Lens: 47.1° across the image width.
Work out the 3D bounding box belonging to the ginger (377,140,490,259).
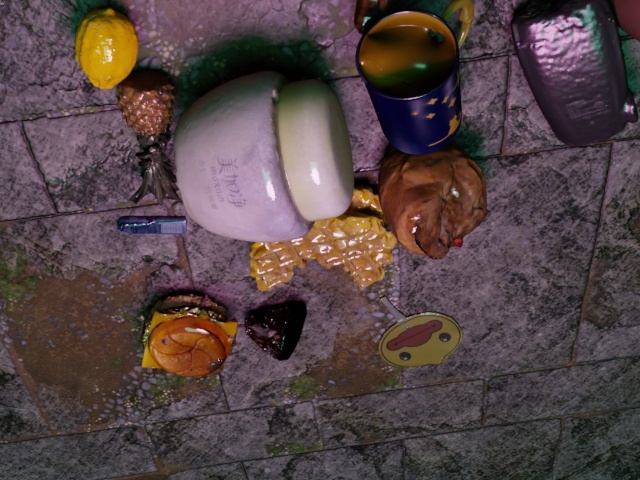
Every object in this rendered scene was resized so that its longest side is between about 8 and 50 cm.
[{"bbox_3d":[0.211,-0.101,1.529,0.269,0.223,0.200,-33,126,-30],"label":"ginger"}]

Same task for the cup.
[{"bbox_3d":[0.211,-0.301,1.362,0.255,0.178,0.256,-28,158,4],"label":"cup"}]

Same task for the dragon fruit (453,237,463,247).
[{"bbox_3d":[0.272,-0.024,1.712,0.097,0.063,0.131,-37,124,21],"label":"dragon fruit"}]

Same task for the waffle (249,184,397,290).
[{"bbox_3d":[0.000,0.000,1.643,0.324,0.151,0.261,-4,132,-7],"label":"waffle"}]

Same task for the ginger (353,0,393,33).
[{"bbox_3d":[0.175,-0.498,1.292,0.309,0.107,0.133,-27,128,11],"label":"ginger"}]

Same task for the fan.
[{"bbox_3d":[0.246,0.249,1.962,0.230,0.011,0.335,-30,126,17],"label":"fan"}]

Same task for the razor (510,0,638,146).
[{"bbox_3d":[0.508,-0.335,1.452,0.189,0.107,0.327,-15,131,27],"label":"razor"}]

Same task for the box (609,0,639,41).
[{"bbox_3d":[0.675,-0.466,1.310,0.301,0.216,0.301,-3,131,-4],"label":"box"}]

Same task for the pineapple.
[{"bbox_3d":[-0.342,-0.199,1.472,0.119,0.130,0.277,-21,133,-28],"label":"pineapple"}]

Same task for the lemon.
[{"bbox_3d":[-0.390,-0.349,1.337,0.114,0.114,0.155,6,124,-11],"label":"lemon"}]

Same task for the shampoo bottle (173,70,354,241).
[{"bbox_3d":[-0.108,-0.155,1.398,0.317,0.322,0.322,-7,130,16],"label":"shampoo bottle"}]

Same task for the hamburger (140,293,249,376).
[{"bbox_3d":[-0.314,0.228,1.794,0.262,0.138,0.243,16,128,-14],"label":"hamburger"}]

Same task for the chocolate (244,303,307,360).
[{"bbox_3d":[-0.126,0.215,1.836,0.133,0.156,0.156,19,129,14],"label":"chocolate"}]

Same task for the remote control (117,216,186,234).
[{"bbox_3d":[-0.379,-0.032,1.653,0.153,0.027,0.043,-1,125,-9],"label":"remote control"}]
